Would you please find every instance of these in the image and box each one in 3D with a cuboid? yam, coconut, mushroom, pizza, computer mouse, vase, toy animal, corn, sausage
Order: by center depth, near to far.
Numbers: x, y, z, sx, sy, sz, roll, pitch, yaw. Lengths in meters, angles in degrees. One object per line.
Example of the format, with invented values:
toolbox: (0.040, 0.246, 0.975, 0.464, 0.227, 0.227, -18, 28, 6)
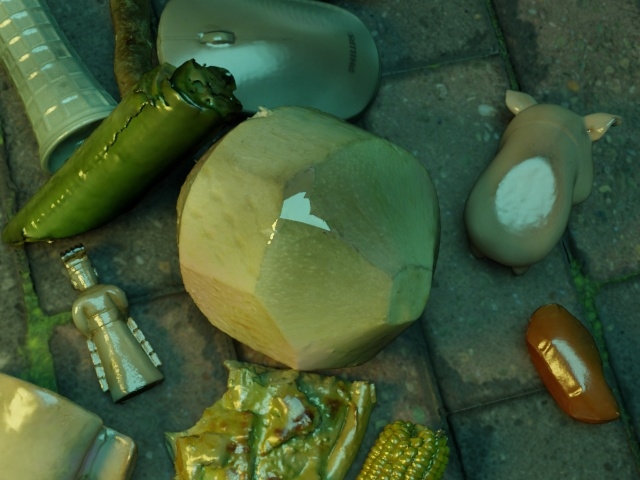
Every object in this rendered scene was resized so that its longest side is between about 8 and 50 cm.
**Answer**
mushroom: (-0.353, 0.266, 1.393, 0.236, 0.173, 0.162, 24, 74, 0)
corn: (0.064, 0.371, 1.448, 0.102, 0.102, 0.313, 29, 72, 2)
coconut: (0.000, 0.000, 1.449, 0.352, 0.352, 0.353, 2, 73, -6)
pizza: (-0.075, 0.267, 1.472, 0.223, 0.089, 0.323, 39, 72, 2)
sausage: (0.337, 0.171, 1.548, 0.089, 0.089, 0.179, -22, 72, -13)
vase: (-0.384, -0.247, 1.568, 0.143, 0.143, 0.299, -28, 75, -14)
yam: (-0.256, -0.258, 1.571, 0.061, 0.061, 0.253, -6, 48, -9)
toy animal: (0.290, -0.083, 1.584, 0.166, 0.154, 0.250, 24, 69, 10)
computer mouse: (-0.064, -0.261, 1.599, 0.330, 0.095, 0.197, 3, 69, -23)

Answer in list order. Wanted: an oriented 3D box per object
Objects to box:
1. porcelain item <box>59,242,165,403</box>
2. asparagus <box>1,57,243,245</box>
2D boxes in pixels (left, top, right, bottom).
porcelain item: (-0.285, 0.106, 1.509, 0.084, 0.054, 0.213, -25, 78, -16)
asparagus: (-0.261, -0.095, 1.481, 0.382, 0.128, 0.108, -39, 67, 29)
